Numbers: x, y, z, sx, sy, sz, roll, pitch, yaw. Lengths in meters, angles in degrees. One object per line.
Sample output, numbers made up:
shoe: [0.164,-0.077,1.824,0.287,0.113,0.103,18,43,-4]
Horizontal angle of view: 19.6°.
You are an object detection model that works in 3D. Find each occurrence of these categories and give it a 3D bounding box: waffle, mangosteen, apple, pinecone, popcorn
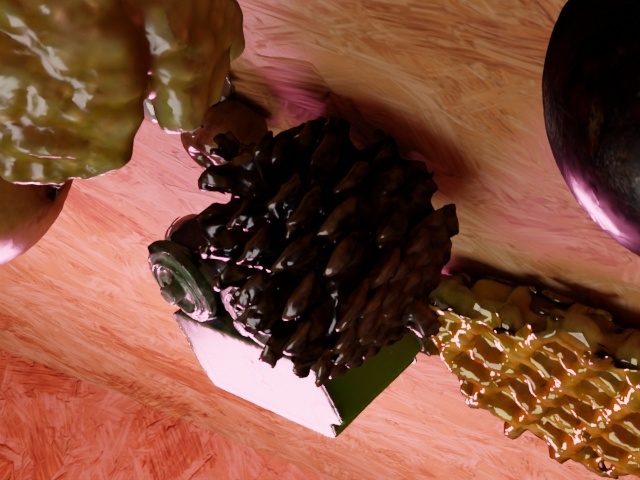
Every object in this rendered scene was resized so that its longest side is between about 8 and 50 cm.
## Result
waffle: [0.278,0.154,2.022,0.379,0.095,0.382,16,159,41]
mangosteen: [0.239,-0.117,1.025,0.231,0.231,0.289,18,133,28]
apple: [-0.094,-0.105,1.831,0.084,0.071,0.084,29,159,12]
pinecone: [0.012,-0.003,1.719,0.243,0.243,0.257,88,160,-73]
popcorn: [-0.222,-0.189,1.366,0.335,0.279,0.274,15,145,16]

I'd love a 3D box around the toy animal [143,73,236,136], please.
toy animal: [-0.152,-0.147,1.781,0.124,0.071,0.085,10,159,46]

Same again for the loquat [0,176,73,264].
loquat: [-0.381,-0.100,1.958,0.263,0.263,0.263,25,165,7]

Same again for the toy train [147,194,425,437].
toy train: [-0.040,0.076,2.027,0.307,0.173,0.249,18,142,48]
